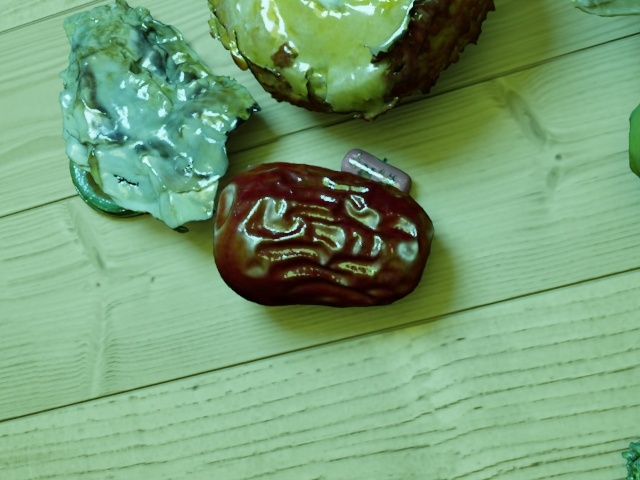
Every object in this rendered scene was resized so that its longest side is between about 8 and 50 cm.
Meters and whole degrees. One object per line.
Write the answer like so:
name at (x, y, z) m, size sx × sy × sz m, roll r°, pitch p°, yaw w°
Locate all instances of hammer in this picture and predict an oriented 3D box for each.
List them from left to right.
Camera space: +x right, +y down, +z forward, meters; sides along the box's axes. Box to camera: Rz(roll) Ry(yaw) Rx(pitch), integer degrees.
hammer at (0.062, -0.072, 0.952) m, size 0.083 × 0.043 × 0.043 m, roll 31°, pitch 88°, yaw 18°

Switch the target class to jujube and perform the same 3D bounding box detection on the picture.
jujube at (0.000, 0.000, 0.901) m, size 0.230 × 0.155 × 0.155 m, roll 10°, pitch 82°, yaw 5°

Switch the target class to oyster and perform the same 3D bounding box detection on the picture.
oyster at (-0.221, -0.166, 0.985) m, size 0.201 × 0.107 × 0.354 m, roll -46°, pitch 58°, yaw -2°

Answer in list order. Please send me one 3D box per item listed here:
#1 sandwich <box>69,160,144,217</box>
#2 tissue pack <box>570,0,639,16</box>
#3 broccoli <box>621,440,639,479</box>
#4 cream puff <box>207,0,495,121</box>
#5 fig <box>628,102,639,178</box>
sandwich at (-0.249, -0.063, 1.030) m, size 0.135 × 0.029 × 0.067 m, roll 20°, pitch 85°, yaw 16°
tissue pack at (0.380, -0.396, 0.779) m, size 0.293 × 0.228 × 0.381 m, roll 2°, pitch 52°, yaw 13°
broccoli at (0.468, 0.210, 0.735) m, size 0.361 × 0.221 × 0.252 m, roll -32°, pitch 38°, yaw 5°
cream puff at (0.038, -0.299, 0.904) m, size 0.350 × 0.229 × 0.350 m, roll 5°, pitch 100°, yaw 29°
fig at (0.416, -0.088, 0.784) m, size 0.271 × 0.239 × 0.239 m, roll 9°, pitch 80°, yaw 45°
